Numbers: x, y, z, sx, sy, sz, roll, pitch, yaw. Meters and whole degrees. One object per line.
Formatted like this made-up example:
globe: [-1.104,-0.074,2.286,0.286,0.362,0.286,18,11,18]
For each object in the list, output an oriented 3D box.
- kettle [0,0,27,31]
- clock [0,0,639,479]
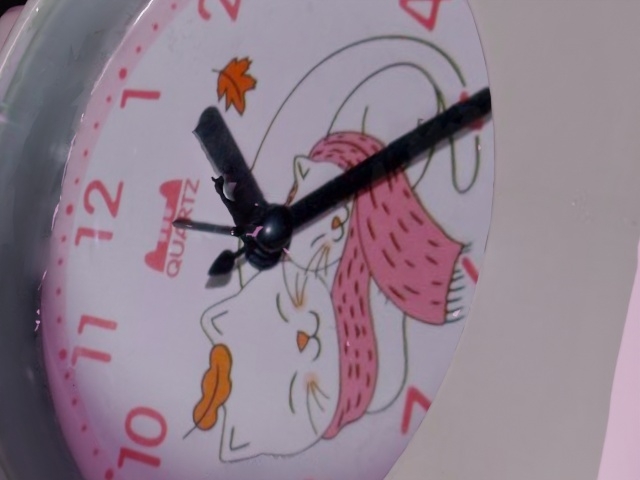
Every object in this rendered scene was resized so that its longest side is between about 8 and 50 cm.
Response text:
kettle: [-0.276,0.015,0.595,0.228,0.321,0.324,25,65,5]
clock: [0.000,0.000,0.465,0.324,0.109,0.265,10,88,43]
